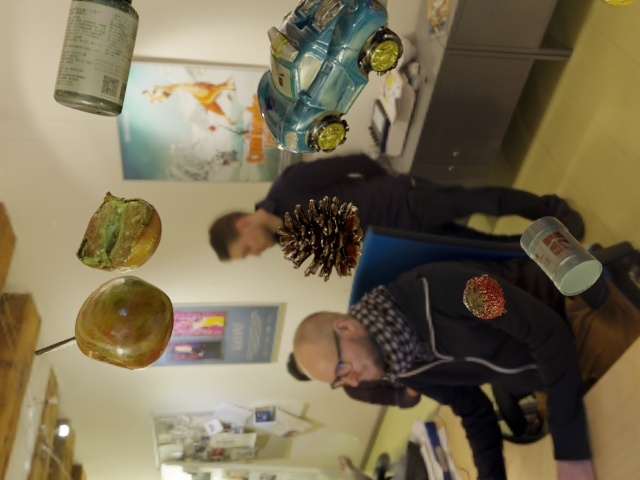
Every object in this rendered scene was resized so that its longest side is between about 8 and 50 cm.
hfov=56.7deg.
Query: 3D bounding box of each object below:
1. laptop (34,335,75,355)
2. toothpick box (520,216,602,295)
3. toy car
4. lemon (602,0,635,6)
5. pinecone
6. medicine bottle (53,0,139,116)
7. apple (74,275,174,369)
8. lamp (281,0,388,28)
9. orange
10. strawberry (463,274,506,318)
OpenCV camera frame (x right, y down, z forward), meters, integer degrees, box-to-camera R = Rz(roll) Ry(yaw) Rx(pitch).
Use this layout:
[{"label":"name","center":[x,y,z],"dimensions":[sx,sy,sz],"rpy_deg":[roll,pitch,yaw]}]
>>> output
[{"label":"laptop","center":[-0.735,0.300,1.765],"dimensions":[0.135,0.197,0.016],"rpy_deg":[-10,-100,-62]},{"label":"toothpick box","center":[0.517,0.031,1.283],"dimensions":[0.153,0.101,0.101],"rpy_deg":[-117,27,-47]},{"label":"toy car","center":[-0.016,-0.295,1.005],"dimensions":[0.314,0.166,0.198],"rpy_deg":[-53,48,25]},{"label":"lemon","center":[0.714,-0.654,1.397],"dimensions":[0.170,0.170,0.207],"rpy_deg":[107,175,-57]},{"label":"pinecone","center":[-0.003,-0.008,1.750],"dimensions":[0.264,0.264,0.264],"rpy_deg":[180,90,-79]},{"label":"medicine bottle","center":[-0.469,-0.422,1.262],"dimensions":[0.141,0.141,0.293],"rpy_deg":[-160,82,-78]},{"label":"apple","center":[-0.505,0.214,1.556],"dimensions":[0.246,0.246,0.226],"rpy_deg":[114,176,-65]},{"label":"lamp","center":[0.028,-0.485,1.189],"dimensions":[0.247,0.247,0.301],"rpy_deg":[57,159,29]},{"label":"orange","center":[-0.686,-0.010,2.045],"dimensions":[0.196,0.334,0.263],"rpy_deg":[61,-144,-49]},{"label":"strawberry","center":[0.507,0.180,1.849],"dimensions":[0.145,0.086,0.145],"rpy_deg":[21,117,49]}]
